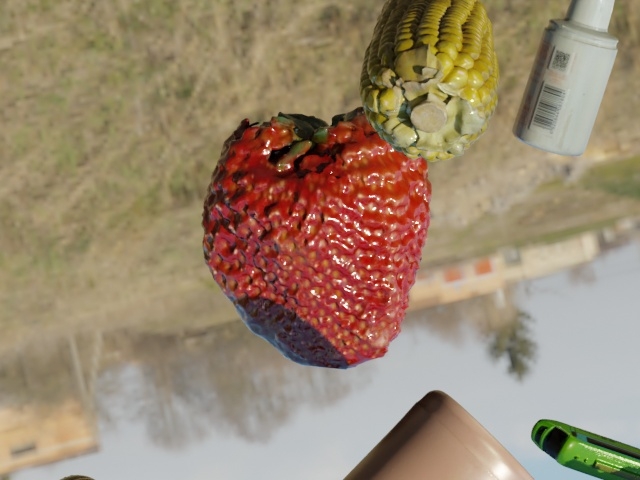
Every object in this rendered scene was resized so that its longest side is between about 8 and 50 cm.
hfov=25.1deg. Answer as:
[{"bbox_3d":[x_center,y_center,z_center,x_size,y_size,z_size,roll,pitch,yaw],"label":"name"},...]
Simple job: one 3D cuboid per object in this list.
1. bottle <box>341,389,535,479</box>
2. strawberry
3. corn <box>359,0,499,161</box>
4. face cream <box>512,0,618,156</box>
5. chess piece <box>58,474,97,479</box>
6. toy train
[{"bbox_3d":[0.090,0.328,1.572,0.297,0.173,0.206,-46,148,-5],"label":"bottle"},{"bbox_3d":[0.000,0.000,1.921,0.312,0.351,0.267,-4,-175,13],"label":"strawberry"},{"bbox_3d":[0.114,-0.194,1.510,0.144,0.144,0.387,-14,-156,9],"label":"corn"},{"bbox_3d":[0.329,-0.240,1.855,0.101,0.252,0.101,15,-164,-4],"label":"face cream"},{"bbox_3d":[-0.248,0.321,1.653,0.090,0.090,0.200,-12,-178,-30],"label":"chess piece"},{"bbox_3d":[0.361,0.276,1.784,0.209,0.044,0.042,19,-159,-7],"label":"toy train"}]
